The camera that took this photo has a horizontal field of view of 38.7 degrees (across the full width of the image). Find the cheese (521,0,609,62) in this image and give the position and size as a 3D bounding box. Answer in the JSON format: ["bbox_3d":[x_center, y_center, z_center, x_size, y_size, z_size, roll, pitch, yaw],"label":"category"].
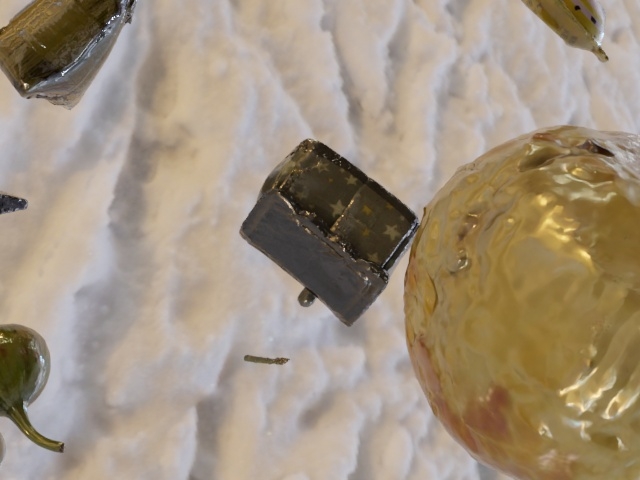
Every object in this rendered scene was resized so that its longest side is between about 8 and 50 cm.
[{"bbox_3d":[0.259,-0.308,1.077,0.250,0.064,0.156,47,19,1],"label":"cheese"}]

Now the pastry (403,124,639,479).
[{"bbox_3d":[0.251,0.080,0.838,0.388,0.313,0.389,21,29,-12],"label":"pastry"}]

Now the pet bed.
[{"bbox_3d":[0.000,0.000,1.219,0.210,0.183,0.159,38,66,1],"label":"pet bed"}]

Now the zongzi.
[{"bbox_3d":[-0.408,-0.353,1.609,0.145,0.274,0.300,50,2,9],"label":"zongzi"}]

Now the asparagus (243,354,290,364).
[{"bbox_3d":[-0.093,0.202,1.547,0.014,0.114,0.015,39,64,-34],"label":"asparagus"}]

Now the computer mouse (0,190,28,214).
[{"bbox_3d":[-0.611,-0.065,1.442,0.295,0.168,0.087,-18,105,-57],"label":"computer mouse"}]

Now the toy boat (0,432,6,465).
[{"bbox_3d":[-0.607,0.283,1.361,0.141,0.269,0.141,4,90,-73],"label":"toy boat"}]

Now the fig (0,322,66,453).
[{"bbox_3d":[-0.472,0.245,1.430,0.149,0.149,0.245,-9,56,-47],"label":"fig"}]
